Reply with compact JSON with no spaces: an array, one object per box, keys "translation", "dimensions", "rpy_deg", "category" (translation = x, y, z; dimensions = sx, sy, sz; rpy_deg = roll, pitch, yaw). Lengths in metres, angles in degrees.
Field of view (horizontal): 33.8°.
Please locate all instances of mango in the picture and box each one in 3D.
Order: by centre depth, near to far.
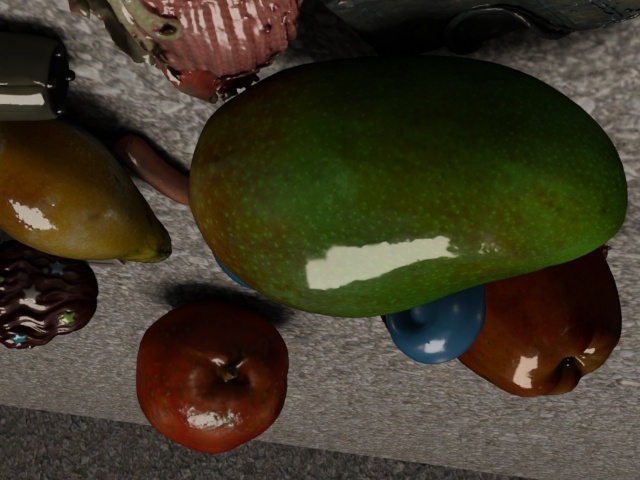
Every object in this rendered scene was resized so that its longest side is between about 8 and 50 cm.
[{"translation":[0.061,-0.044,0.888],"dimensions":[0.382,0.225,0.201],"rpy_deg":[3,152,23],"category":"mango"},{"translation":[-0.289,-0.054,1.251],"dimensions":[0.193,0.146,0.316],"rpy_deg":[45,-172,35],"category":"mango"}]

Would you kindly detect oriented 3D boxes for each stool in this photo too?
[{"translation":[-0.313,-0.167,1.073],"dimensions":[0.110,0.096,0.096],"rpy_deg":[4,159,1],"category":"stool"}]

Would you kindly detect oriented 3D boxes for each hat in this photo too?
[{"translation":[-0.112,-0.201,0.860],"dimensions":[0.237,0.107,0.286],"rpy_deg":[16,156,15],"category":"hat"}]

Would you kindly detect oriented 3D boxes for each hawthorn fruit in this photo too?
[{"translation":[-0.181,0.230,1.806],"dimensions":[0.275,0.275,0.300],"rpy_deg":[16,167,-13],"category":"hawthorn fruit"}]

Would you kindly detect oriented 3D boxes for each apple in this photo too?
[{"translation":[0.238,0.069,1.226],"dimensions":[0.234,0.234,0.234],"rpy_deg":[9,159,4],"category":"apple"}]

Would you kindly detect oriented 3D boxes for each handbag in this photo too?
[{"translation":[0.125,-0.197,0.803],"dimensions":[0.270,0.088,0.175],"rpy_deg":[-4,162,33],"category":"handbag"}]

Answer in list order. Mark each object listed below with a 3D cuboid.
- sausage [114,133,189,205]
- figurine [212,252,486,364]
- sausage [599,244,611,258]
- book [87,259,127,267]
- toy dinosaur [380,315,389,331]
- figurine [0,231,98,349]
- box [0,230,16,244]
[{"translation":[-0.189,-0.081,1.307],"dimensions":[0.040,0.047,0.177],"rpy_deg":[36,179,41],"category":"sausage"},{"translation":[0.049,-0.026,1.147],"dimensions":[0.298,0.243,0.416],"rpy_deg":[16,-179,-40],"category":"figurine"},{"translation":[0.271,0.031,1.382],"dimensions":[0.034,0.034,0.253],"rpy_deg":[27,153,-37],"category":"sausage"},{"translation":[-0.398,0.001,1.659],"dimensions":[0.127,0.014,0.181],"rpy_deg":[4,158,17],"category":"book"},{"translation":[0.257,0.132,1.596],"dimensions":[0.327,0.112,0.207],"rpy_deg":[8,-172,38],"category":"toy dinosaur"},{"translation":[-0.389,0.057,1.269],"dimensions":[0.240,0.174,0.116],"rpy_deg":[5,-178,-6],"category":"figurine"},{"translation":[-0.501,-0.017,1.364],"dimensions":[0.117,0.225,0.225],"rpy_deg":[-9,152,41],"category":"box"}]
